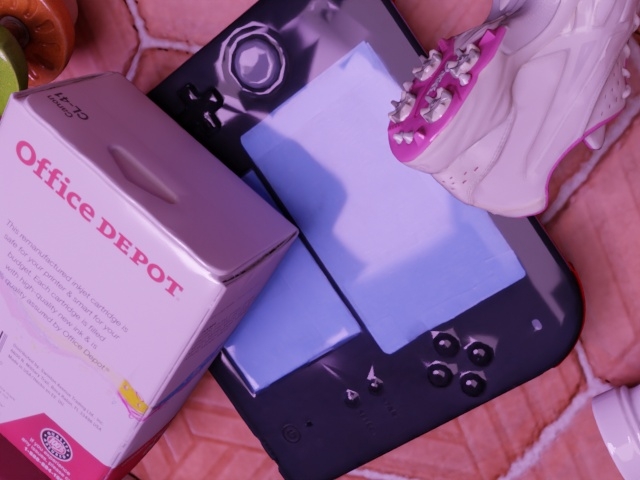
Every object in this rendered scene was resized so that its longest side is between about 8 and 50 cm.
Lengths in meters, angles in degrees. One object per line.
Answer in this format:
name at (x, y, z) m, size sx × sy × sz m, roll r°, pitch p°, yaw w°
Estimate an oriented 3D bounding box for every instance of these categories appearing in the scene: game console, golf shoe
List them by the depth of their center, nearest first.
golf shoe at (0.183, -0.153, 0.652) m, size 0.140 × 0.115 × 0.306 m, roll 38°, pitch 93°, yaw -20°
game console at (0.000, 0.000, 0.770) m, size 0.342 × 0.060 × 0.387 m, roll -33°, pitch 92°, yaw 20°

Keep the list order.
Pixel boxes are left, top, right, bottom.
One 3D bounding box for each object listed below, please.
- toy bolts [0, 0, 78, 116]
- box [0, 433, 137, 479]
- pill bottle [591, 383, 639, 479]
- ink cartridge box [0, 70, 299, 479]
toy bolts at (-0.332, -0.153, 0.794) m, size 0.228 × 0.158 × 0.218 m, roll 18°, pitch 130°, yaw 5°
box at (-0.325, 0.260, 0.887) m, size 0.232 × 0.127 × 0.149 m, roll 33°, pitch 109°, yaw 5°
pill bottle at (0.313, 0.125, 0.686) m, size 0.180 × 0.108 × 0.108 m, roll -28°, pitch 94°, yaw 20°
ink cartridge box at (-0.193, 0.047, 0.762) m, size 0.226 × 0.131 × 0.306 m, roll 41°, pitch 121°, yaw 8°
